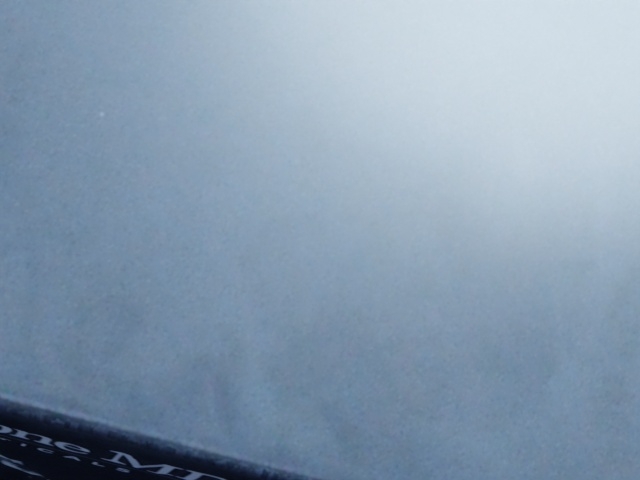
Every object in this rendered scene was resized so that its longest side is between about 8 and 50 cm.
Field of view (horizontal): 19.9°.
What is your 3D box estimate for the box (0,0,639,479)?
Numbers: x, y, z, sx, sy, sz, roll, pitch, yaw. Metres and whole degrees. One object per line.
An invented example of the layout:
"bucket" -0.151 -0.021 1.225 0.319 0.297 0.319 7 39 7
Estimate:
"box" 0.000 0.000 0.837 0.472 0.480 0.297 140 -36 -70
